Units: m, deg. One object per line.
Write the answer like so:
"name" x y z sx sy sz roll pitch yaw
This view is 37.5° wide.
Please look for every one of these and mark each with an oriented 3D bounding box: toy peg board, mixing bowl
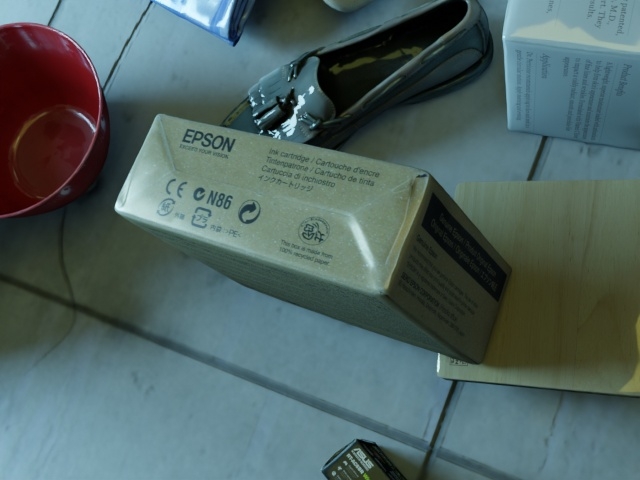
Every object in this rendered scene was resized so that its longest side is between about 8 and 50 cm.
"toy peg board" 0.188 0.041 0.746 0.161 0.079 0.161 1 75 29
"mixing bowl" -0.262 -0.094 0.859 0.181 0.098 0.181 -3 74 13

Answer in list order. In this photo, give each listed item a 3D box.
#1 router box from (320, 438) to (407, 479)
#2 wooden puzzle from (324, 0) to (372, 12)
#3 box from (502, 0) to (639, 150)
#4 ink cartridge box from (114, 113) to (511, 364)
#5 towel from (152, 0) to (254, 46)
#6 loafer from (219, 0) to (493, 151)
"router box" 0.060 0.208 0.711 0.038 0.092 0.122 -42 72 -1
"wooden puzzle" 0.056 -0.422 0.890 0.322 0.080 0.347 -34 76 3
"box" 0.217 -0.189 0.732 0.119 0.181 0.181 11 78 15
"ink cartridge box" 0.000 0.000 0.699 0.235 0.193 0.088 16 79 31
"towel" -0.099 -0.344 0.854 0.209 0.034 0.285 33 110 27
"loafer" 0.019 -0.140 0.815 0.268 0.084 0.096 -26 72 5
